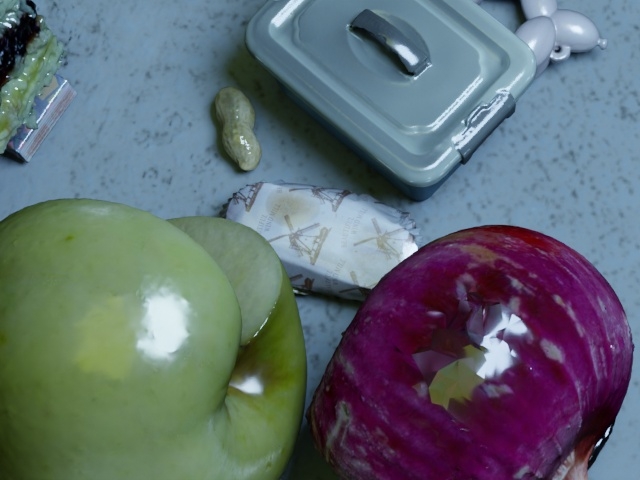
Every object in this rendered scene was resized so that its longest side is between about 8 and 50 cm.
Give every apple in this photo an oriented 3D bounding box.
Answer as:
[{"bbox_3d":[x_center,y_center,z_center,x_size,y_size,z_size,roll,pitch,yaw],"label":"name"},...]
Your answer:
[{"bbox_3d":[-0.153,0.098,1.043,0.254,0.292,0.292,-4,71,25],"label":"apple"}]

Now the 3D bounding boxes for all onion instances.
[{"bbox_3d":[0.123,0.107,1.046,0.272,0.230,0.256,10,73,16],"label":"onion"}]

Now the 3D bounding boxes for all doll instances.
[{"bbox_3d":[0.182,-0.220,1.230,0.161,0.059,0.160,7,73,7],"label":"doll"}]

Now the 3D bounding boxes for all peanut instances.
[{"bbox_3d":[-0.076,-0.101,1.230,0.037,0.037,0.083,-12,76,1],"label":"peanut"}]

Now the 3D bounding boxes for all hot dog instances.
[{"bbox_3d":[0.000,0.000,1.181,0.192,0.053,0.099,14,73,13],"label":"hot dog"}]

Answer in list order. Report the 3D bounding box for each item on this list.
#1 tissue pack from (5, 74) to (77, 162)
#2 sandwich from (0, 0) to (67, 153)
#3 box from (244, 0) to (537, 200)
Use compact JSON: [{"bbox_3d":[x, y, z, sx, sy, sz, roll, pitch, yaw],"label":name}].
[{"bbox_3d":[-0.274,-0.122,1.254,0.063,0.035,0.083,29,78,18],"label":"tissue pack"},{"bbox_3d":[-0.391,-0.145,1.187,0.325,0.131,0.262,-18,50,1],"label":"sandwich"},{"bbox_3d":[0.060,-0.150,1.183,0.227,0.130,0.162,41,80,15],"label":"box"}]
